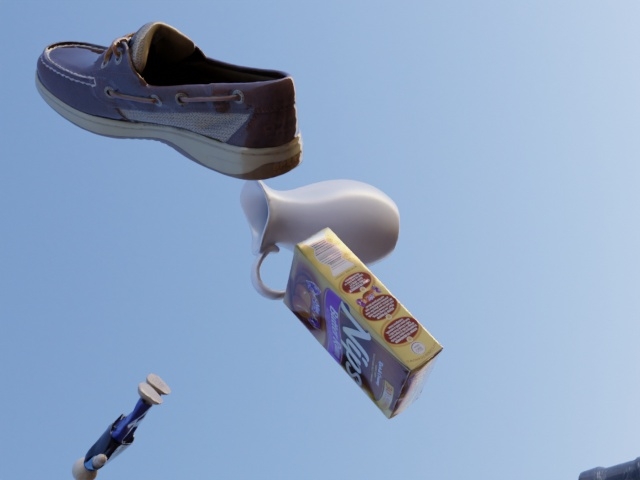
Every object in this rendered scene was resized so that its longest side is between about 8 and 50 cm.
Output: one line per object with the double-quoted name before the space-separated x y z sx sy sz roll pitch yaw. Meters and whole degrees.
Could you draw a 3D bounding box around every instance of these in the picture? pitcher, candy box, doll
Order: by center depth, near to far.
"candy box" 0.040 0.088 1.005 0.053 0.186 0.109 -31 -27 -30
"pitcher" 0.000 0.000 1.284 0.207 0.125 0.178 5 -109 -20
"doll" -0.283 0.272 1.315 0.189 0.046 0.129 -50 1 13

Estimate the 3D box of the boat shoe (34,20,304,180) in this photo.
"boat shoe" -0.164 -0.170 0.969 0.123 0.342 0.123 -36 -41 -42

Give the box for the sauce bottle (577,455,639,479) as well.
"sauce bottle" 0.441 0.228 0.967 0.111 0.344 0.111 42 -146 -37
